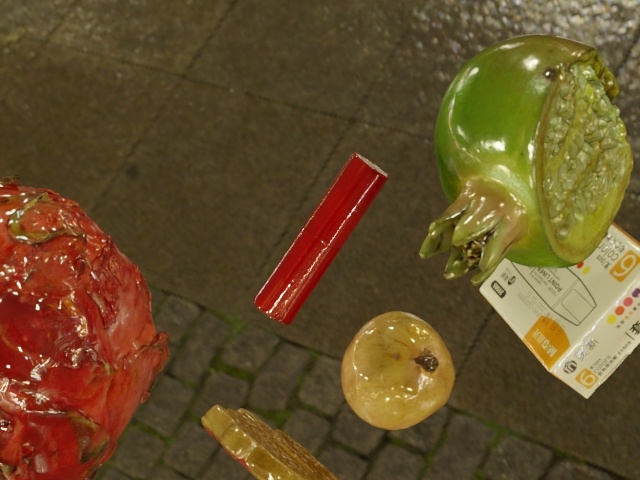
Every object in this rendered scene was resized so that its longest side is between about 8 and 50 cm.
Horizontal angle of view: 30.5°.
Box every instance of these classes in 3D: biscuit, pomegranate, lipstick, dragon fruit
[{"bbox_3d":[-0.032,0.211,1.079,0.166,0.225,0.036,39,88,21],"label":"biscuit"},{"bbox_3d":[0.123,0.210,1.901,0.191,0.191,0.191,-13,54,19],"label":"pomegranate"},{"bbox_3d":[-0.001,0.000,1.766,0.073,0.073,0.279,42,102,39],"label":"lipstick"},{"bbox_3d":[0.237,-0.096,1.510,0.216,0.309,0.358,23,57,40],"label":"pomegranate"},{"bbox_3d":[-0.286,0.097,0.999,0.296,0.295,0.302,29,64,38],"label":"dragon fruit"}]

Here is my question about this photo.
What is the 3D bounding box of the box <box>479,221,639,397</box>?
[{"bbox_3d":[0.375,0.070,1.707,0.220,0.091,0.274,-51,27,7],"label":"box"}]
